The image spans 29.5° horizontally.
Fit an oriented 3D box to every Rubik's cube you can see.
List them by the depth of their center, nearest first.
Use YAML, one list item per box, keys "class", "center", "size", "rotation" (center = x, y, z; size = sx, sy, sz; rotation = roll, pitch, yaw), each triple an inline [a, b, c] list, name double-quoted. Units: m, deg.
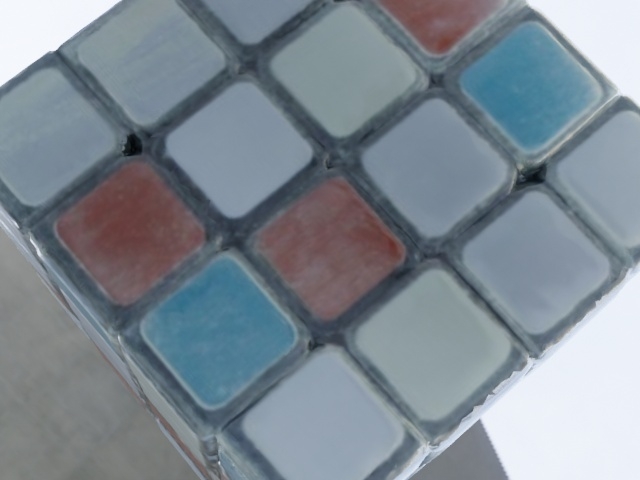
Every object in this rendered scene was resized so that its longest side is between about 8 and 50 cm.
- class: "Rubik's cube"
  center: [0.000, 0.000, 0.647]
  size: [0.259, 0.256, 0.253]
  rotation: [-41, -101, -14]
